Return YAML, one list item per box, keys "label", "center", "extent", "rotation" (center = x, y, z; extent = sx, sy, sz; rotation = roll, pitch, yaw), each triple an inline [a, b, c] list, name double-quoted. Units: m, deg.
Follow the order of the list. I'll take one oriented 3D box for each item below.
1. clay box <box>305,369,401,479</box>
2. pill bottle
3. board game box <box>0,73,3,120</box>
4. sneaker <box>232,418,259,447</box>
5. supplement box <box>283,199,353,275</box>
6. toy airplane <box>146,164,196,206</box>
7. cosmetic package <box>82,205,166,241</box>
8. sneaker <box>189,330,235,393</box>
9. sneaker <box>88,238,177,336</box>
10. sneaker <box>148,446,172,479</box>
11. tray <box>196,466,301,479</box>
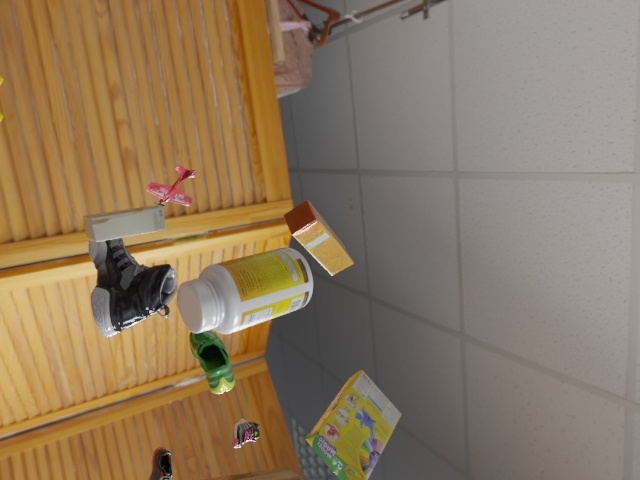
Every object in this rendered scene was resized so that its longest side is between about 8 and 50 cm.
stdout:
- label: "clay box"
  center: [0.064, 0.372, 0.939]
  extent: [0.127, 0.222, 0.053]
  rotation: [48, -52, 3]
- label: "pill bottle"
  center: [-0.125, 0.086, 0.818]
  extent: [0.117, 0.215, 0.117]
  rotation: [16, -69, 45]
- label: "board game box"
  center: [-0.542, -0.272, 0.600]
  extent: [0.050, 0.390, 0.389]
  rotation: [37, 44, -66]
- label: "sneaker"
  center: [-0.231, 0.606, 1.516]
  extent: [0.170, 0.075, 0.063]
  rotation: [68, 27, -83]
- label: "supplement box"
  center: [0.000, 0.000, 1.229]
  extent: [0.233, 0.080, 0.078]
  rotation: [46, 13, -49]
- label: "toy airplane"
  center: [-0.384, -0.143, 1.271]
  extent: [0.028, 0.151, 0.151]
  rotation: [58, -34, 29]
- label: "cosmetic package"
  center: [-0.323, -0.029, 0.796]
  extent: [0.060, 0.115, 0.041]
  rotation: [8, -73, 50]
- label: "sneaker"
  center: [-0.347, 0.356, 1.548]
  extent: [0.295, 0.109, 0.123]
  rotation: [40, -40, 50]
- label: "sneaker"
  center: [-0.373, 0.059, 0.970]
  extent: [0.101, 0.153, 0.268]
  rotation: [97, -21, -52]
- label: "sneaker"
  center: [-0.442, 0.661, 1.341]
  extent: [0.065, 0.061, 0.157]
  rotation: [-19, -109, 45]
- label: "tray"
  center: [-0.248, 0.709, 1.209]
  extent: [0.076, 0.411, 0.202]
  rotation: [5, -95, 53]
